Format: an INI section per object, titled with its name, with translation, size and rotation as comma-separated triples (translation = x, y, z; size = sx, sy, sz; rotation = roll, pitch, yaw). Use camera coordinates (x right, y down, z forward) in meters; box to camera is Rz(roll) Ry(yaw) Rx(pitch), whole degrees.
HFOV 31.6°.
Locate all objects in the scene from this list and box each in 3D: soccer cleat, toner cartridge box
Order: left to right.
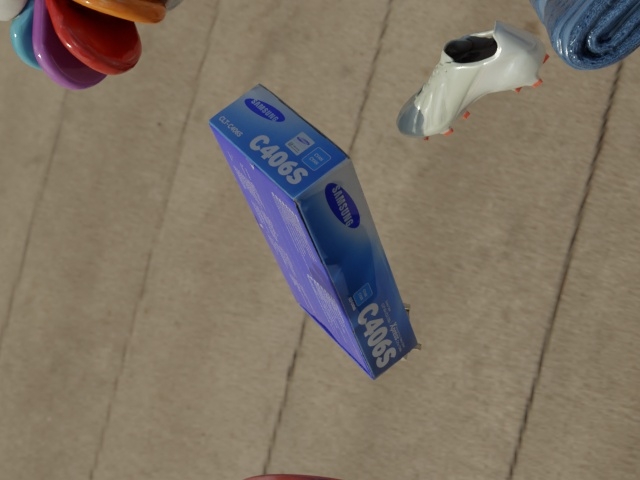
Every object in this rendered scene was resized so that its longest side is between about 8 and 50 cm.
[toner cartridge box]
translation = 0.000, 0.000, 1.260
size = 0.075, 0.348, 0.165
rotation = -39, 52, -12
[soccer cleat]
translation = 0.131, -0.157, 1.087
size = 0.196, 0.076, 0.068
rotation = -24, 41, 49

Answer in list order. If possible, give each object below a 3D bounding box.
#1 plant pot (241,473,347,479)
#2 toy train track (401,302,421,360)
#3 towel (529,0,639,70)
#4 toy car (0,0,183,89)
[plant pot]
translation = -0.010, 0.489, 1.624
size = 0.275, 0.275, 0.243
rotation = -16, 56, 42
[toy train track]
translation = 0.111, 0.117, 1.476
size = 0.014, 0.048, 0.083
rotation = 111, 168, -56
[towel]
translation = 0.106, -0.101, 0.409
size = 0.067, 0.029, 0.119
rotation = -48, 16, 21
[toy car]
translation = -0.205, -0.200, 0.978
size = 0.182, 0.159, 0.136
rotation = -7, 86, 42
